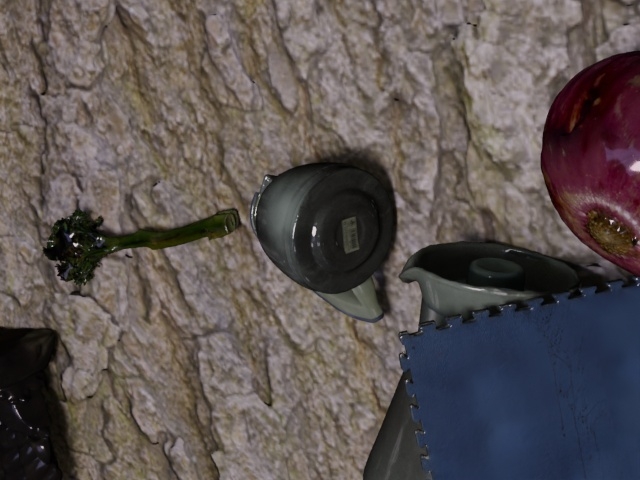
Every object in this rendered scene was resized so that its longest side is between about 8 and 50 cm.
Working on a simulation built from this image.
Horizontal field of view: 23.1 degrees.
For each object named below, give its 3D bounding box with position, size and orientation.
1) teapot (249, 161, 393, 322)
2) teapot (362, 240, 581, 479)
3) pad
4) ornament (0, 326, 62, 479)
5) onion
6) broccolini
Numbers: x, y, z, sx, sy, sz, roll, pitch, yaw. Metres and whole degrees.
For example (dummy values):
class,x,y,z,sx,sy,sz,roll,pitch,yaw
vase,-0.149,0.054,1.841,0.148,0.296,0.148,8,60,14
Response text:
class,x,y,z,sx,sy,sz,roll,pitch,yaw
teapot,0.004,-0.010,1.357,0.108,0.149,0.111,21,82,49
teapot,0.143,0.126,1.247,0.203,0.171,0.225,9,108,11
pad,0.209,0.163,1.179,0.269,0.012,0.270,-11,102,-1
ornament,-0.366,0.223,1.749,0.251,0.106,0.260,0,112,42
onion,0.238,-0.052,1.098,0.177,0.153,0.177,19,128,26
broccolini,-0.174,-0.007,1.543,0.254,0.071,0.057,-11,58,35
